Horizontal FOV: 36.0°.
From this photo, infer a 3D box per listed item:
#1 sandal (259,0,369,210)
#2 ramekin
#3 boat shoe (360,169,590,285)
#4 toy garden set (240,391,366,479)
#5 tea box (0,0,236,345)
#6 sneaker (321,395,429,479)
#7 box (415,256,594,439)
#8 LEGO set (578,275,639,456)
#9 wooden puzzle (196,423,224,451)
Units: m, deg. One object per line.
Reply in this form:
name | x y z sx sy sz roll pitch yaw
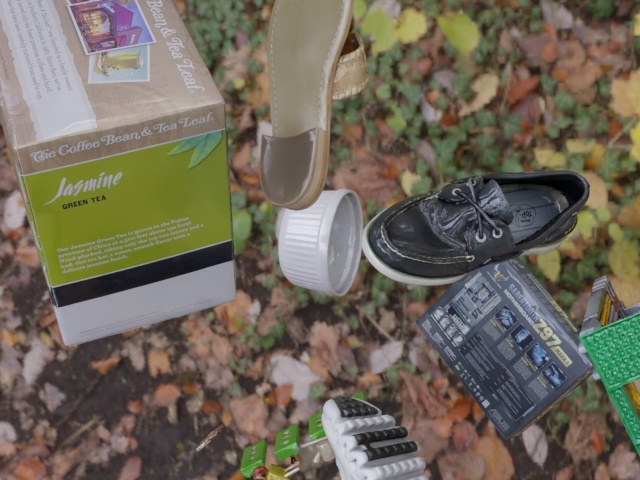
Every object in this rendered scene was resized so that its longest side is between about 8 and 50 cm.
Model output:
sandal | 0.004 -0.140 0.876 0.088 0.079 0.240 3 81 38
ramekin | 0.000 0.000 1.893 0.109 0.207 0.207 7 52 20
boat shoe | 0.207 -0.031 1.217 0.340 0.113 0.127 -4 60 -32
toy garden set | -0.021 0.366 1.723 0.244 0.049 0.204 -26 7 3
tea box | -0.253 -0.116 1.162 0.220 0.323 0.329 -15 48 -16
sneaker | 0.072 0.295 1.058 0.118 0.110 0.292 -54 51 26
box | 0.278 0.149 1.473 0.183 0.059 0.232 -50 65 26
LEGO set | 0.369 0.088 0.793 0.331 0.255 0.192 -36 0 24
wooden puzzle | -0.186 0.332 1.656 0.049 0.083 0.006 -41 90 5
